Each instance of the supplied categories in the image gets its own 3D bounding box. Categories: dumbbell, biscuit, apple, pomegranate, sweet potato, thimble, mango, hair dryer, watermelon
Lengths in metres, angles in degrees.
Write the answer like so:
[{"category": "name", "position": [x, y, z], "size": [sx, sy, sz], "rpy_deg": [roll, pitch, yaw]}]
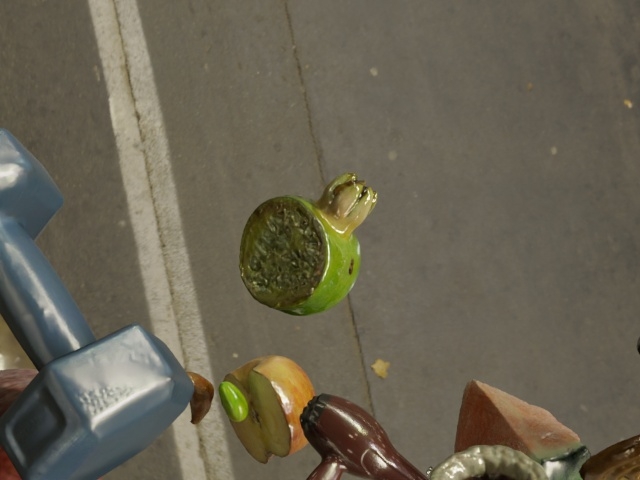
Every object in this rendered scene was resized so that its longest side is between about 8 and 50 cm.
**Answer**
[{"category": "dumbbell", "position": [-0.256, 0.054, 0.572], "size": [0.144, 0.160, 0.325], "rpy_deg": [-35, 72, -12]}, {"category": "biscuit", "position": [0.559, 0.361, 1.054], "size": [0.261, 0.262, 0.037], "rpy_deg": [9, 49, -24]}, {"category": "apple", "position": [-0.104, 0.413, 1.623], "size": [0.163, 0.293, 0.252], "rpy_deg": [-20, 88, -36]}, {"category": "pomegranate", "position": [-0.012, 0.000, 1.029], "size": [0.159, 0.189, 0.241], "rpy_deg": [5, 101, -54]}, {"category": "sweet potato", "position": [-0.299, 0.376, 1.571], "size": [0.078, 0.255, 0.058], "rpy_deg": [-12, 54, -11]}, {"category": "thimble", "position": [0.131, 0.229, 0.496], "size": [0.115, 0.102, 0.090], "rpy_deg": [-27, 118, -31]}, {"category": "mango", "position": [-0.208, 0.380, 1.516], "size": [0.056, 0.073, 0.108], "rpy_deg": [-34, 109, -20]}, {"category": "hair dryer", "position": [0.035, 0.491, 1.205], "size": [0.312, 0.123, 0.340], "rpy_deg": [42, 56, 1]}, {"category": "watermelon", "position": [0.357, 0.446, 1.263], "size": [0.292, 0.283, 0.250], "rpy_deg": [34, 49, 21]}]

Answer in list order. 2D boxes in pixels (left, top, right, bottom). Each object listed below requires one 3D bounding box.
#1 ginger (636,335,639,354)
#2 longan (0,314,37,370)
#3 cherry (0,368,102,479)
[{"category": "ginger", "position": [0.691, 0.176, 0.922], "size": [0.413, 0.211, 0.359], "rpy_deg": [13, 37, -14]}, {"category": "longan", "position": [-0.753, 0.312, 1.366], "size": [0.390, 0.391, 0.392], "rpy_deg": [4, 80, -25]}, {"category": "cherry", "position": [-0.342, 0.248, 0.682], "size": [0.203, 0.300, 0.230], "rpy_deg": [46, 37, -12]}]
